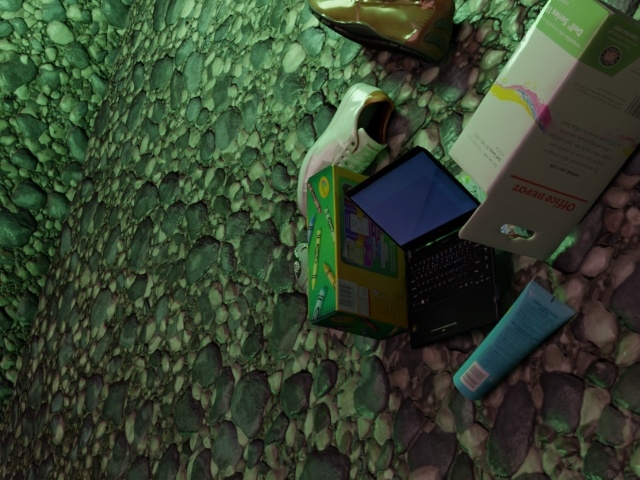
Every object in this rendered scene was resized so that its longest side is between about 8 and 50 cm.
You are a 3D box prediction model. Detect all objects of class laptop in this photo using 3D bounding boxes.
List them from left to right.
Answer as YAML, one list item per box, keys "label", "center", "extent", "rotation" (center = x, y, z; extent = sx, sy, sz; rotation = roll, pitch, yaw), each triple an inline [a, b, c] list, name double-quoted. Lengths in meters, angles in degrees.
- label: "laptop"
  center: [0.156, 0.019, 1.398]
  extent: [0.234, 0.136, 0.265]
  rotation: [-31, 55, 57]

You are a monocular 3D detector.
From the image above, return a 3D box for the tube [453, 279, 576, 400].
- label: "tube"
  center: [0.278, 0.153, 1.289]
  extent: [0.207, 0.080, 0.052]
  rotation: [-53, 10, 28]

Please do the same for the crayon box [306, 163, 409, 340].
- label: "crayon box"
  center: [0.064, 0.021, 1.537]
  extent: [0.081, 0.165, 0.279]
  rotation: [-28, 55, 45]

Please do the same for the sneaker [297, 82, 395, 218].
- label: "sneaker"
  center: [0.050, -0.162, 1.682]
  extent: [0.123, 0.105, 0.290]
  rotation: [34, 102, 55]

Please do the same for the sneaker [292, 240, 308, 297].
- label: "sneaker"
  center: [0.000, 0.000, 1.702]
  extent: [0.132, 0.086, 0.229]
  rotation: [30, 101, 56]

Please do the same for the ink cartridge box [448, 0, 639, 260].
- label: "ink cartridge box"
  center: [0.328, -0.154, 1.221]
  extent: [0.353, 0.207, 0.119]
  rotation: [-58, 39, 24]

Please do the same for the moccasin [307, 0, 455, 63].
- label: "moccasin"
  center: [0.111, -0.454, 1.697]
  extent: [0.380, 0.139, 0.147]
  rotation: [31, 100, 53]

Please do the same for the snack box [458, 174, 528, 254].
- label: "snack box"
  center: [0.272, -0.050, 1.401]
  extent: [0.100, 0.037, 0.141]
  rotation: [-34, 52, 43]
